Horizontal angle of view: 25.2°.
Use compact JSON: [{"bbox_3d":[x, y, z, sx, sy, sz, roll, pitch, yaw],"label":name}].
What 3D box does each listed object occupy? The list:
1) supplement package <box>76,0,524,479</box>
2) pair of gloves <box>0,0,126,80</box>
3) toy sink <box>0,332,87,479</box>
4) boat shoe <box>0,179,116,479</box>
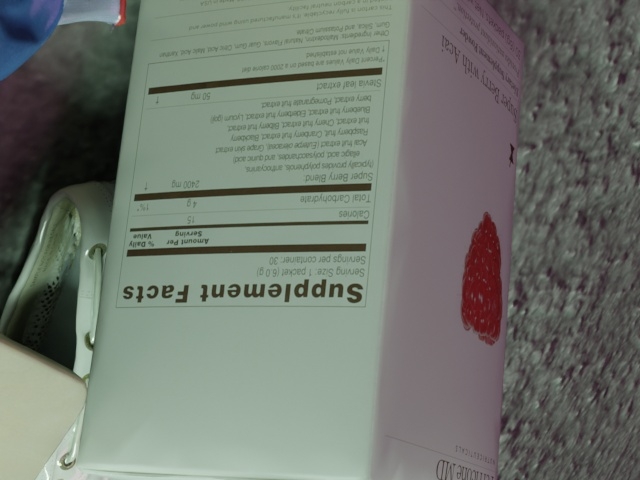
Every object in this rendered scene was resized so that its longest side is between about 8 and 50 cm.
[{"bbox_3d":[0.000,0.000,0.808,0.177,0.175,0.292,29,63,-59],"label":"supplement package"},{"bbox_3d":[-0.156,-0.163,0.671,0.159,0.023,0.198,-14,114,-42],"label":"pair of gloves"},{"bbox_3d":[-0.253,0.066,0.679,0.152,0.131,0.234,-55,144,-2],"label":"toy sink"},{"bbox_3d":[-0.170,0.091,0.855,0.096,0.098,0.277,4,105,-55],"label":"boat shoe"}]
